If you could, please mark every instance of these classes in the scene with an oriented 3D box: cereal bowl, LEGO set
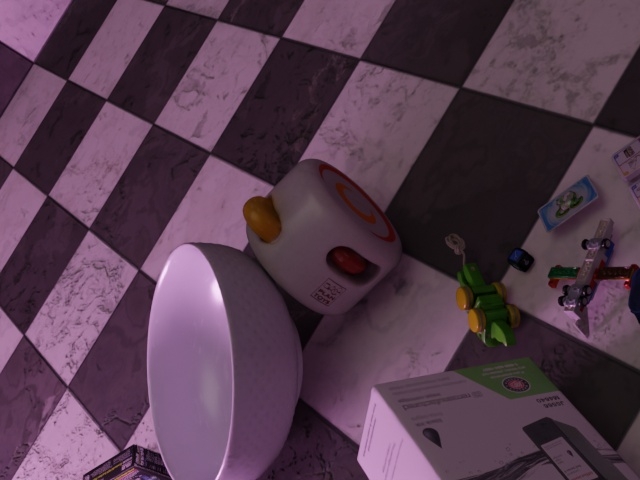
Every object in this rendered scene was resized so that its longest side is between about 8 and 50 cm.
[{"bbox_3d":[-0.121,0.172,1.332,0.339,0.141,0.339,-7,82,61],"label":"cereal bowl"},{"bbox_3d":[0.333,-0.009,1.118,0.244,0.060,0.182,-38,31,21],"label":"LEGO set"}]

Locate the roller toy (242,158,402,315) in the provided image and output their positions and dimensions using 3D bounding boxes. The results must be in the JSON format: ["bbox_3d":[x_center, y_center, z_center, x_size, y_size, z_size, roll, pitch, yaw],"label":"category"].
[{"bbox_3d":[0.000,0.000,1.319,0.146,0.209,0.191,-45,81,17],"label":"roller toy"}]

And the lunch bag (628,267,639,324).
[{"bbox_3d":[0.373,0.063,0.995,0.098,0.065,0.067,-13,41,42],"label":"lunch bag"}]

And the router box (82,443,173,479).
[{"bbox_3d":[-0.283,0.357,1.458,0.122,0.092,0.038,-34,45,26],"label":"router box"}]

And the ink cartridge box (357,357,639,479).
[{"bbox_3d":[0.186,0.249,0.943,0.273,0.198,0.115,-129,40,-49],"label":"ink cartridge box"}]

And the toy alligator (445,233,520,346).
[{"bbox_3d":[0.192,0.071,1.192,0.190,0.056,0.051,-113,24,-45],"label":"toy alligator"}]
